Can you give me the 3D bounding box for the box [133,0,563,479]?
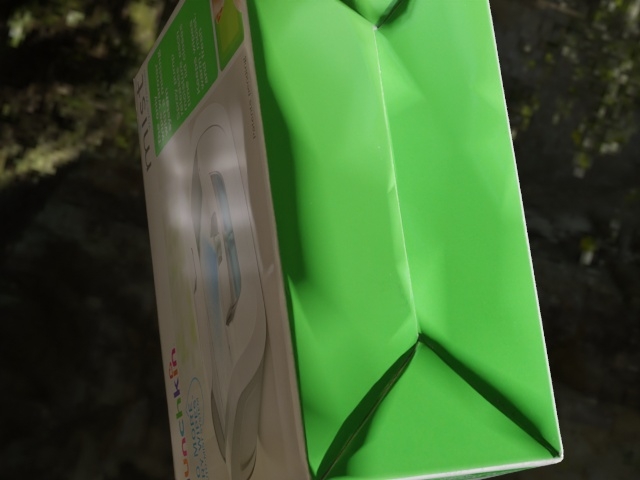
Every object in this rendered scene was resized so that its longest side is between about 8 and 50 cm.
[{"bbox_3d":[0.000,0.000,0.729,0.231,0.127,0.262,146,-61,-66],"label":"box"}]
